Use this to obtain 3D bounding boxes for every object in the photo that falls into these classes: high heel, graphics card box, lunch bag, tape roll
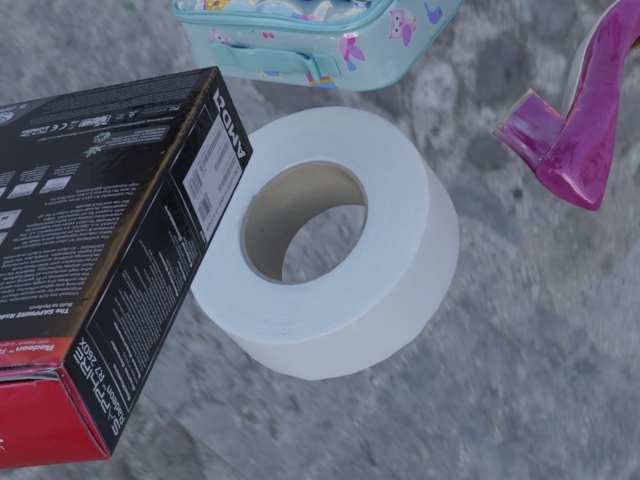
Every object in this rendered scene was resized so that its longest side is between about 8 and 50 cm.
[{"bbox_3d":[0.272,-0.137,1.523,0.117,0.082,0.244,42,65,9],"label":"high heel"},{"bbox_3d":[-0.211,0.018,1.244,0.232,0.094,0.371,-9,35,22],"label":"graphics card box"},{"bbox_3d":[-0.001,-0.250,1.739,0.279,0.108,0.224,8,42,36],"label":"lunch bag"},{"bbox_3d":[0.000,0.000,1.802,0.286,0.100,0.286,-13,58,21],"label":"tape roll"}]
